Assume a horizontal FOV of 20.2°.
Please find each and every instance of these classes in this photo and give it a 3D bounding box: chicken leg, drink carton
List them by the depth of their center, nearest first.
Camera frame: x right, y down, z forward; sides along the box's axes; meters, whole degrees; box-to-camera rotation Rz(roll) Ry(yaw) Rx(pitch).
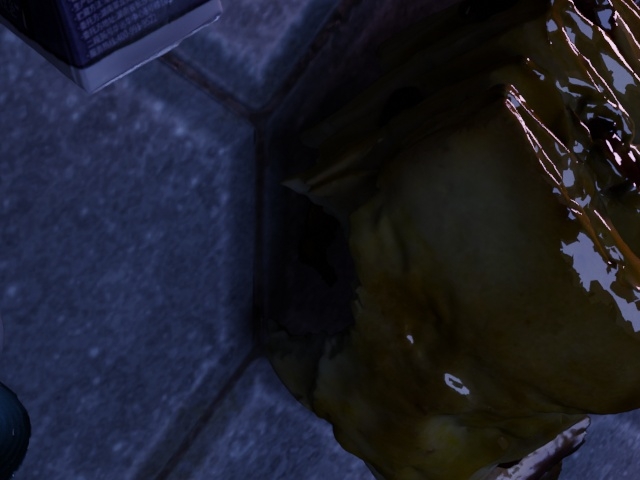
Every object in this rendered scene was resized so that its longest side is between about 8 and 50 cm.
[{"bbox_3d":[-0.151,-0.213,0.996,0.102,0.134,0.222,-32,134,-18],"label":"drink carton"},{"bbox_3d":[-0.001,-0.001,1.362,0.036,0.021,0.083,-11,120,-29],"label":"chicken leg"}]

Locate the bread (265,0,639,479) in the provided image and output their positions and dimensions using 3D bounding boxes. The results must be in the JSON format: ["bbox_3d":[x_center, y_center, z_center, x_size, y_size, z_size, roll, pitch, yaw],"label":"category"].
[{"bbox_3d":[0.115,0.015,1.271,0.370,0.191,0.314,-34,105,22],"label":"bread"}]

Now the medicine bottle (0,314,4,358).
[{"bbox_3d":[-0.269,0.054,1.116,0.130,0.080,0.080,26,99,-48],"label":"medicine bottle"}]

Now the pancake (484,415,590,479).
[{"bbox_3d":[0.155,0.283,1.675,0.212,0.056,0.257,-23,131,-29],"label":"pancake"}]

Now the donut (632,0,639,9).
[{"bbox_3d":[0.228,-0.163,1.401,0.216,0.096,0.230,16,107,-48],"label":"donut"}]

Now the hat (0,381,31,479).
[{"bbox_3d":[-0.260,0.143,1.116,0.138,0.078,0.191,11,149,-26],"label":"hat"}]
